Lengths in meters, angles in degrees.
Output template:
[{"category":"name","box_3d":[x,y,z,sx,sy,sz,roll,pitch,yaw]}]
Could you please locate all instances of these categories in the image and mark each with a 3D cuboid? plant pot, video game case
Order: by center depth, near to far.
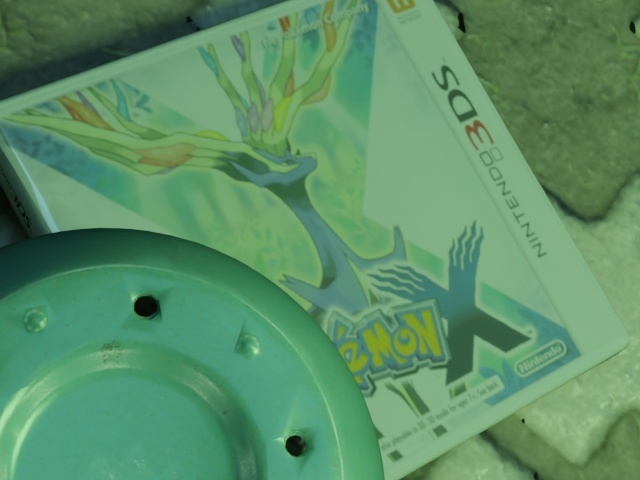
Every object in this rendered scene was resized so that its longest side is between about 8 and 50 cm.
[{"category":"plant pot","box_3d":[-0.099,0.125,0.775,0.293,0.235,0.293,3,74,-12]},{"category":"video game case","box_3d":[0.000,0.000,1.013,0.329,0.036,0.300,-25,81,-32]}]
